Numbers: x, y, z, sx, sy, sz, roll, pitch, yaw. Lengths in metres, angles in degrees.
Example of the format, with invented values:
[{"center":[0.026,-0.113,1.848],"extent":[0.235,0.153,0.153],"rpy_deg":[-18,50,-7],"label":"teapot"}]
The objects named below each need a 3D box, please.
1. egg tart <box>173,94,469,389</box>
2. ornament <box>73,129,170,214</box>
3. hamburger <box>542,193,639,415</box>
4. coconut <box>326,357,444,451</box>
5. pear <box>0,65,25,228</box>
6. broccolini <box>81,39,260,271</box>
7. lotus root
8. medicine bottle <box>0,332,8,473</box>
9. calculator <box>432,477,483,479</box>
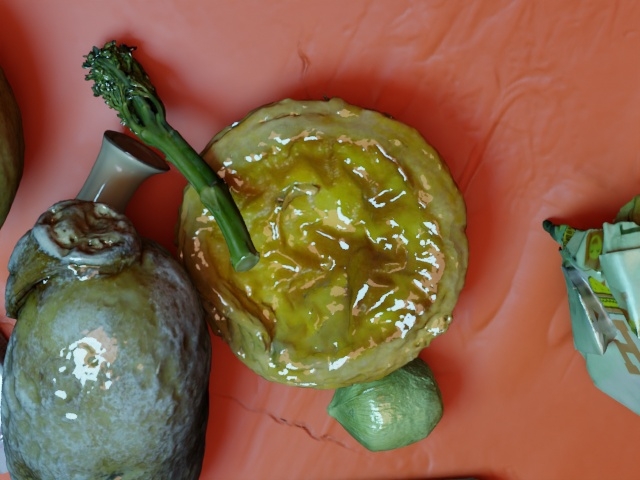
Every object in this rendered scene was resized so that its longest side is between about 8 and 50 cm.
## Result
[{"center":[0.000,0.000,1.200],"extent":[0.241,0.106,0.241],"rpy_deg":[0,99,1],"label":"egg tart"},{"center":[-0.187,-0.009,1.218],"extent":[0.081,0.075,0.156],"rpy_deg":[32,100,-6],"label":"ornament"},{"center":[0.262,0.049,1.171],"extent":[0.125,0.235,0.214],"rpy_deg":[-30,130,-5],"label":"hamburger"},{"center":[0.053,0.132,1.236],"extent":[0.096,0.088,0.087],"rpy_deg":[-9,102,-4],"label":"coconut"},{"center":[-0.335,-0.068,1.143],"extent":[0.211,0.188,0.228],"rpy_deg":[46,76,-19],"label":"pear"},{"center":[-0.113,-0.065,1.157],"extent":[0.054,0.051,0.239],"rpy_deg":[-43,63,11],"label":"broccolini"},{"center":[-0.164,0.136,1.174],"extent":[0.175,0.175,0.349],"rpy_deg":[4,128,1],"label":"lotus root"},{"center":[-0.281,0.134,1.261],"extent":[0.074,0.055,0.118],"rpy_deg":[-32,98,7],"label":"medicine bottle"},{"center":[0.055,0.277,1.289],"extent":[0.246,0.045,0.141],"rpy_deg":[-4,102,3],"label":"calculator"}]
